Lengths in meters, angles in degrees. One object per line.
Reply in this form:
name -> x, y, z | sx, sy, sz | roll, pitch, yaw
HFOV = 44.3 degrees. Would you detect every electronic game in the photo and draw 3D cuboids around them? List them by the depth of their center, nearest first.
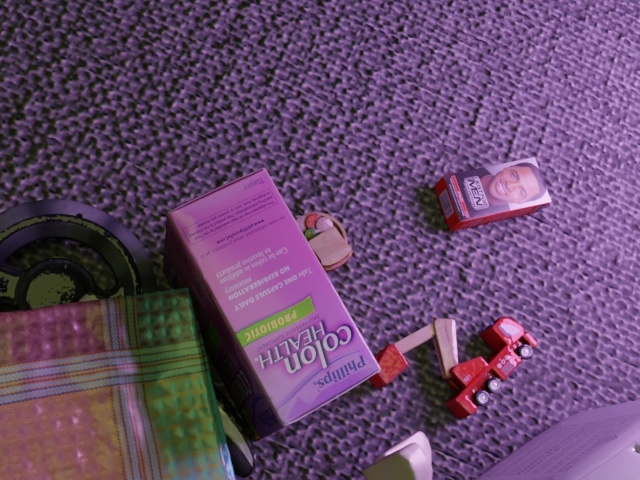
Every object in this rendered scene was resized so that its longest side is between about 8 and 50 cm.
electronic game -> -0.302, 0.065, 0.901 | 0.229, 0.048, 0.229 | 4, 79, -23

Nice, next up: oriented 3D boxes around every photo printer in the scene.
photo printer -> 0.289, 0.265, 0.838 | 0.256, 0.307, 0.107 | -28, 80, -20

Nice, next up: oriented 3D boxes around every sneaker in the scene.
sneaker -> -0.181, 0.175, 0.871 | 0.271, 0.100, 0.108 | 42, 81, -10

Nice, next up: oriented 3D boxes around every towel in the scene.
towel -> -0.204, 0.235, 0.731 | 0.271, 0.040, 0.370 | -6, 75, -33

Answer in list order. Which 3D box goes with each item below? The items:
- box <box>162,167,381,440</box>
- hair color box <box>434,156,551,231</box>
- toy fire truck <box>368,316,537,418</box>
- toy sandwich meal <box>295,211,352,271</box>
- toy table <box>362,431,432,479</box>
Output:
box -> -0.068, 0.081, 0.871 | 0.117, 0.213, 0.243 | -28, 80, -19
hair color box -> 0.235, -0.064, 1.074 | 0.141, 0.043, 0.072 | -13, 74, -16
toy fire truck -> 0.166, 0.147, 0.989 | 0.192, 0.047, 0.135 | -41, 83, -21
toy sandwich meal -> 0.000, 0.000, 1.010 | 0.085, 0.029, 0.085 | 4, 72, -11
toy table -> 0.062, 0.314, 0.799 | 0.252, 0.274, 0.161 | -14, 70, -52
